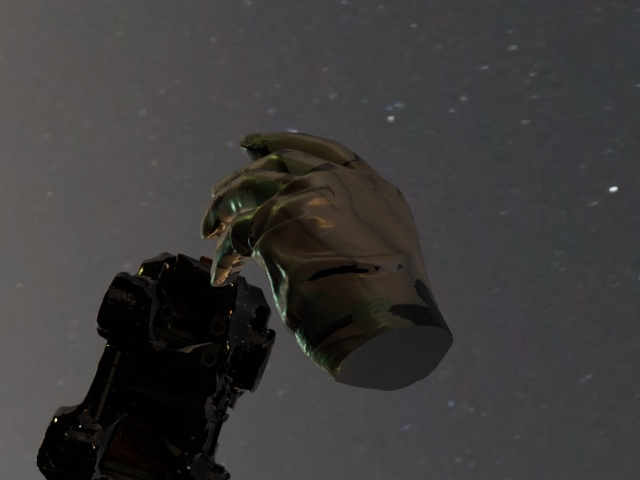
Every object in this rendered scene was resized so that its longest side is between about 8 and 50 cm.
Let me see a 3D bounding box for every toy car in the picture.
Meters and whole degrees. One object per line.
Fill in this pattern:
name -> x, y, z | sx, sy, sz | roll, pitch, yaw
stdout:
toy car -> -0.159, 0.159, 1.369 | 0.193, 0.118, 0.301 | 20, -107, 3

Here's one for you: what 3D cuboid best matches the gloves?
gloves -> 0.000, -0.005, 0.800 | 0.212, 0.128, 0.111 | 62, -31, 33
